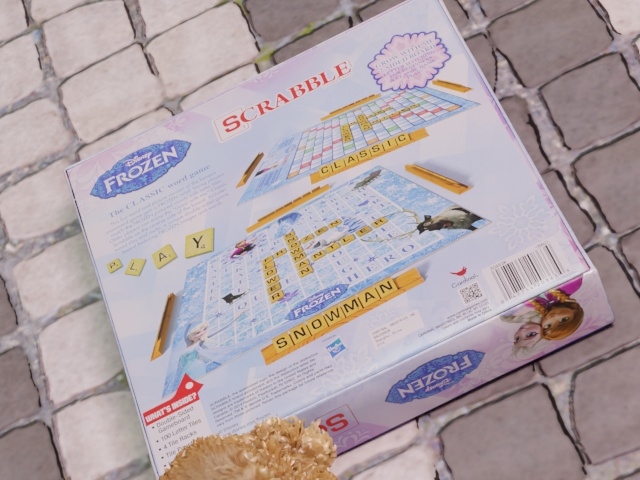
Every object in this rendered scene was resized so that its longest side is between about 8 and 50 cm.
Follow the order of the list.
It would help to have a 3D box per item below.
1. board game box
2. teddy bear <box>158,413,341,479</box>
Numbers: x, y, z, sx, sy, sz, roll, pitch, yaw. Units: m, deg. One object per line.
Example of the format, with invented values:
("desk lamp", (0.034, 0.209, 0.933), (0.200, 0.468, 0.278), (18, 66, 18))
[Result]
("board game box", (0.000, 0.000, 1.345), (0.319, 0.066, 0.318), (-25, 47, 3))
("teddy bear", (0.036, 0.242, 1.116), (0.338, 0.113, 0.245), (15, 67, 24))
